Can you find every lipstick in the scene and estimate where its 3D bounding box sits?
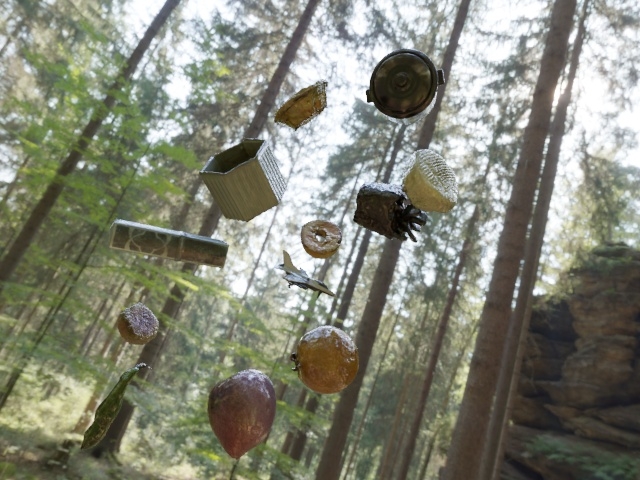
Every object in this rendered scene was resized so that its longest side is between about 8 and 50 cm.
[{"bbox_3d":[-0.388,0.010,1.146,0.289,0.078,0.076,13,4,-24],"label":"lipstick"}]

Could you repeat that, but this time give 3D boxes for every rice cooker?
[{"bbox_3d":[0.305,-0.552,1.612,0.280,0.241,0.227,-8,2,17],"label":"rice cooker"}]

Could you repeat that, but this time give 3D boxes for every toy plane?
[{"bbox_3d":[-0.056,0.132,1.449,0.234,0.082,0.160,41,17,10],"label":"toy plane"}]

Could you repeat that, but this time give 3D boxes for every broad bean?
[{"bbox_3d":[-0.690,0.551,1.495,0.056,0.318,0.098,12,-37,33],"label":"broad bean"}]

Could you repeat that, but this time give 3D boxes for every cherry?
[{"bbox_3d":[-0.235,0.528,1.379,0.239,0.239,0.206,8,6,32],"label":"cherry"}]

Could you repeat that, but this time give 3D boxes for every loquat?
[{"bbox_3d":[0.023,0.403,1.512,0.238,0.238,0.193,28,-10,-23],"label":"loquat"}]

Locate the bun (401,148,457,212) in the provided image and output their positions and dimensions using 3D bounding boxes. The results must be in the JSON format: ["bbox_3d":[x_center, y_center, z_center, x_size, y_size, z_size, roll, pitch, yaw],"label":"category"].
[{"bbox_3d":[0.352,-0.182,1.452,0.220,0.221,0.134,30,-41,-27],"label":"bun"}]

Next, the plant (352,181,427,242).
[{"bbox_3d":[0.268,-0.114,1.680,0.276,0.189,0.199,19,23,11],"label":"plant"}]

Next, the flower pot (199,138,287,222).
[{"bbox_3d":[-0.247,-0.198,1.452,0.209,0.239,0.190,50,-14,56],"label":"flower pot"}]

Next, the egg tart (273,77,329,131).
[{"bbox_3d":[-0.047,-0.404,1.342,0.090,0.212,0.212,51,-25,-9],"label":"egg tart"}]

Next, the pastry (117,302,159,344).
[{"bbox_3d":[-0.867,0.401,2.106,0.093,0.182,0.192,-35,-91,25],"label":"pastry"}]

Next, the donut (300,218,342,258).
[{"bbox_3d":[0.000,0.000,1.700,0.162,0.178,0.065,8,-42,0],"label":"donut"}]
